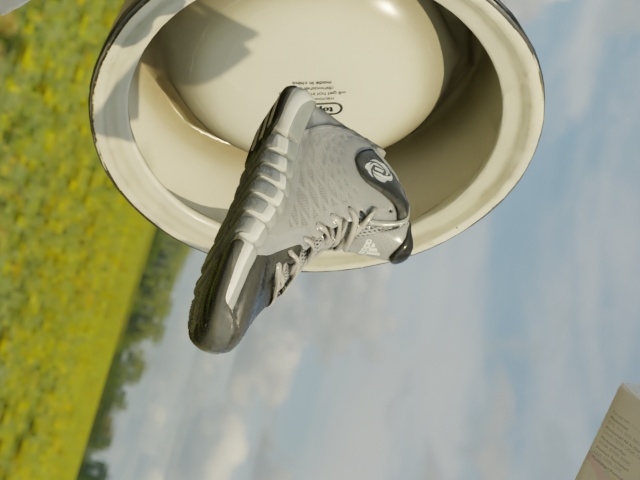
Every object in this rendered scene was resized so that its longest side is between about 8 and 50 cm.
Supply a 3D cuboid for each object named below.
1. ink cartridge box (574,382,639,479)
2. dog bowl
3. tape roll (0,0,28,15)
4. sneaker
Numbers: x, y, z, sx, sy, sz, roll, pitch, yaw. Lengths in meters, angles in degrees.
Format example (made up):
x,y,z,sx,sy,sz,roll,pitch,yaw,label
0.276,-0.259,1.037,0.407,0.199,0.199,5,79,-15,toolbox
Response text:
x,y,z,sx,sy,sz,roll,pitch,yaw,label
0.236,0.164,1.053,0.090,0.092,0.143,39,-67,45,ink cartridge box
-0.005,-0.157,1.453,0.408,0.408,0.150,113,-18,-45,dog bowl
-0.259,-0.360,1.621,0.286,0.100,0.286,-36,-160,15,tape roll
0.000,0.000,1.090,0.086,0.132,0.228,-50,-163,51,sneaker
